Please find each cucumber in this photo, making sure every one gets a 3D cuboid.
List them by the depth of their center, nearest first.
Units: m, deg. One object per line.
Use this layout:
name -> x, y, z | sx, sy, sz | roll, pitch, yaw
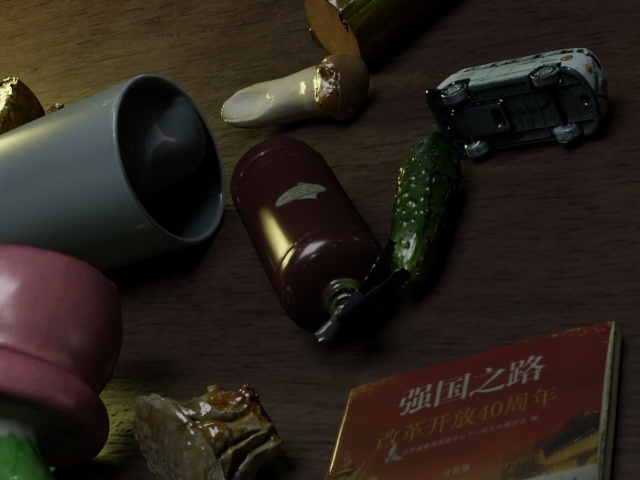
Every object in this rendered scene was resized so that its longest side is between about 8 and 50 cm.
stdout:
cucumber -> 0.104, -0.031, 1.541 | 0.069, 0.069, 0.227 | -17, 35, 27

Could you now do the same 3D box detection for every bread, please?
bread -> -0.487, -0.119, 2.188 | 0.260, 0.147, 0.160 | -25, 39, 27

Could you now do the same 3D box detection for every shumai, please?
shumai -> -0.093, 0.189, 1.379 | 0.116, 0.145, 0.145 | -22, 22, -27

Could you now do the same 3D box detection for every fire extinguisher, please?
fire extinguisher -> 0.000, 0.000, 1.539 | 0.135, 0.114, 0.337 | -54, 27, 14

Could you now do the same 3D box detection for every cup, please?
cup -> -0.292, -0.057, 1.833 | 0.312, 0.205, 0.205 | -17, 33, 30

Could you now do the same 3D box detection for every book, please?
book -> 0.103, 0.223, 1.201 | 0.262, 0.028, 0.374 | -19, 33, 28

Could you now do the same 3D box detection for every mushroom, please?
mushroom -> -0.033, -0.175, 1.895 | 0.209, 0.071, 0.084 | -11, 68, 40

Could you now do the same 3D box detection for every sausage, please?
sausage -> 0.123, -0.355, 1.944 | 0.317, 0.125, 0.117 | -41, 71, -13

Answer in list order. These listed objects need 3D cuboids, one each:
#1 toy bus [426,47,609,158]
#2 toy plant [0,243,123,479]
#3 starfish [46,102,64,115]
toy bus -> 0.213, -0.148, 1.590 | 0.194, 0.087, 0.089 | -7, 29, 40
toy plant -> -0.298, 0.183, 1.486 | 0.317, 0.210, 0.356 | -11, 49, 32
starfish -> -0.364, -0.111, 2.087 | 0.053, 0.150, 0.210 | -51, 35, 39
